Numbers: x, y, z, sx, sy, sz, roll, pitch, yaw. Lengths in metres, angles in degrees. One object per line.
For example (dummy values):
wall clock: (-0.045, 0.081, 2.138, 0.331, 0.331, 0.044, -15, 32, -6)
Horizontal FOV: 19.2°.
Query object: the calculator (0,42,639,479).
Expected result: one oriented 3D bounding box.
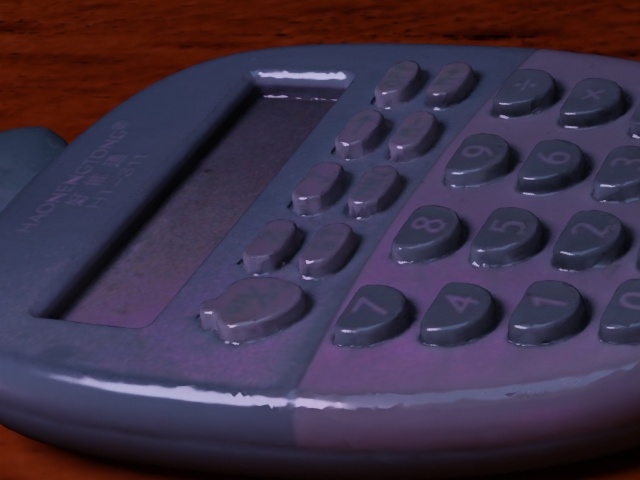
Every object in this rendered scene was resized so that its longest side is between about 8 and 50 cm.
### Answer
calculator: (0.000, 0.000, 0.534, 0.295, 0.042, 0.184, 4, 36, 29)
